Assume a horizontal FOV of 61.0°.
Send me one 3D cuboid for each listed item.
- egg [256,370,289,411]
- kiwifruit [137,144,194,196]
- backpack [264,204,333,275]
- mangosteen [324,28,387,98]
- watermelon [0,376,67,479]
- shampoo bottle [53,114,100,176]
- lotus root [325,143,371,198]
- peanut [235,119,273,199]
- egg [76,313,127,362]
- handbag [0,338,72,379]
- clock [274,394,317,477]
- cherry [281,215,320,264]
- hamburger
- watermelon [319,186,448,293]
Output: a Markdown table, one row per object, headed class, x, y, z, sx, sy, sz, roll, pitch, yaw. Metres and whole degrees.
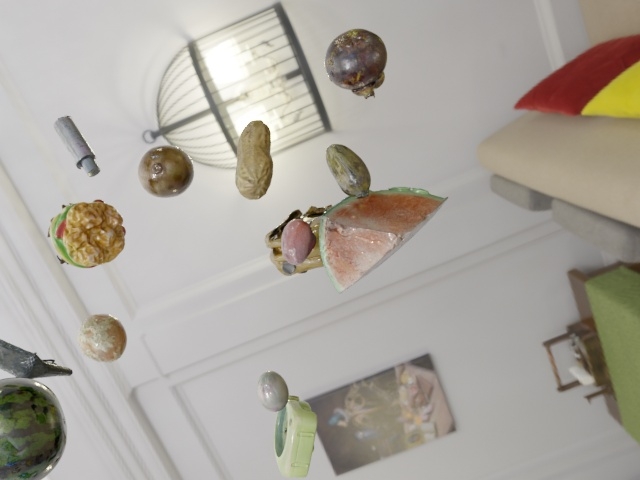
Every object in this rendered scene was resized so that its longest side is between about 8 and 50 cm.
| class | x | y | z | sx | sy | sz | roll | pitch | yaw |
| --- | --- | --- | --- | --- | --- | --- | --- | --- | --- |
| egg | -0.157 | 0.497 | 1.789 | 0.103 | 0.103 | 0.135 | -47 | -61 | -87 |
| kiwifruit | -0.550 | -0.246 | 1.937 | 0.234 | 0.195 | 0.196 | -176 | 64 | -85 |
| backpack | 0.000 | -0.006 | 1.835 | 0.378 | 0.353 | 0.201 | -54 | -47 | -66 |
| mangosteen | 0.115 | -0.526 | 1.653 | 0.217 | 0.192 | 0.192 | 62 | -174 | -49 |
| watermelon | -0.808 | 0.504 | 1.415 | 0.285 | 0.284 | 0.286 | -22 | -90 | -87 |
| shampoo bottle | -0.786 | -0.301 | 1.759 | 0.214 | 0.072 | 0.072 | 54 | 180 | 12 |
| lotus root | 0.076 | -0.186 | 1.442 | 0.080 | 0.089 | 0.179 | -11 | -117 | -46 |
| peanut | -0.170 | -0.214 | 1.429 | 0.095 | 0.108 | 0.226 | 16 | -115 | -37 |
| egg | -0.909 | 0.409 | 2.270 | 0.233 | 0.195 | 0.195 | 36 | 169 | 22 |
| handbag | -0.962 | 0.390 | 1.773 | 0.175 | 0.270 | 0.089 | 54 | -126 | -70 |
| clock | -0.099 | 0.670 | 1.933 | 0.308 | 0.096 | 0.235 | -152 | 71 | -74 |
| cherry | -0.060 | -0.001 | 1.410 | 0.126 | 0.086 | 0.106 | -50 | -39 | -43 |
| hamburger | -0.720 | -0.024 | 1.721 | 0.237 | 0.148 | 0.237 | 7 | -98 | -51 |
| watermelon | 0.149 | -0.051 | 1.568 | 0.222 | 0.319 | 0.292 | 46 | -134 | 5 |
